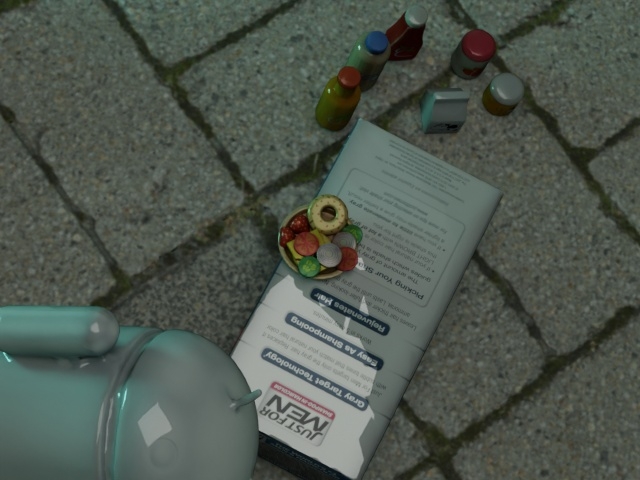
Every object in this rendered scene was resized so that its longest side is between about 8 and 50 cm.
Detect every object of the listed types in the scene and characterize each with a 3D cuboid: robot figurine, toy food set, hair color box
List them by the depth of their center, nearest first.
[{"bbox_3d":[-0.207,0.175,1.496,0.354,0.300,0.199,3,44,20],"label":"robot figurine"},{"bbox_3d":[0.000,0.000,1.621,0.083,0.020,0.082,-26,76,-16],"label":"toy food set"},{"bbox_3d":[0.032,0.068,1.669,0.174,0.105,0.347,28,69,3],"label":"hair color box"},{"bbox_3d":[0.113,-0.186,1.770,0.232,0.104,0.111,-2,72,-11],"label":"toy food set"}]
